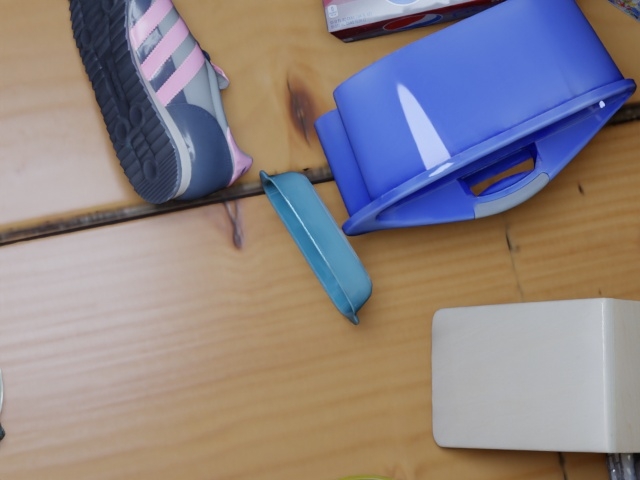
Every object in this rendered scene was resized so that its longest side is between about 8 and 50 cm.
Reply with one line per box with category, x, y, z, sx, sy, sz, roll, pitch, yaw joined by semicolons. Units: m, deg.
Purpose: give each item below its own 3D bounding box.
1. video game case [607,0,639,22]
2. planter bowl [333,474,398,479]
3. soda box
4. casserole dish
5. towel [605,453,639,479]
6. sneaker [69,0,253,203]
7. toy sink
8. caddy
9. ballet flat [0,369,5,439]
video game case;0.388;-0.261;1.581;0.122;0.087;0.011;32;75;-7
planter bowl;0.057;0.352;1.433;0.217;0.090;0.217;2;82;-13
soda box;0.134;-0.280;1.472;0.263;0.092;0.084;-11;87;12
casserole dish;0.000;0.000;1.448;0.037;0.114;0.188;-32;90;-8
towel;0.454;0.324;1.509;0.235;0.121;0.284;-6;85;-14
sneaker;-0.169;-0.191;1.458;0.131;0.112;0.319;-9;78;-44
toy sink;0.245;0.145;1.465;0.131;0.234;0.153;7;79;-41
caddy;0.159;-0.114;1.436;0.341;0.241;0.179;-26;85;-14
ballet flat;-0.354;0.119;1.391;0.070;0.070;0.189;-10;87;-13
